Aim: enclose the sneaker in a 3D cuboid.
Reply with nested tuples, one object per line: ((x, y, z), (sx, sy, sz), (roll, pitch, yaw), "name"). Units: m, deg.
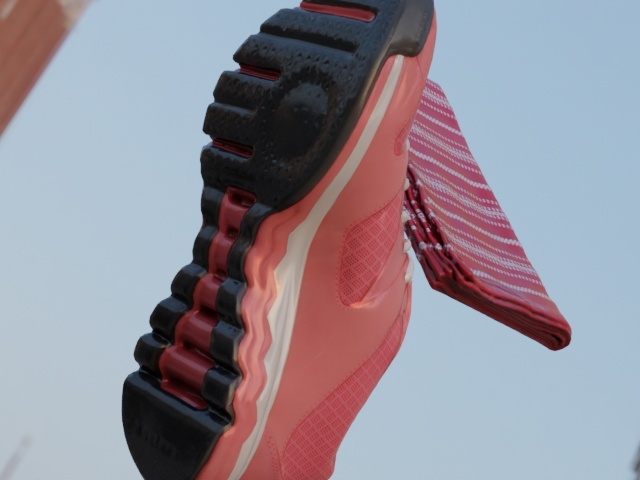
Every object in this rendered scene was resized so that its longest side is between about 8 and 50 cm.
((-0.001, 0.000, 0.999), (0.136, 0.314, 0.116), (18, 7, -42), "sneaker")

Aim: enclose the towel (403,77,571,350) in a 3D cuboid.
((0.095, -0.048, 1.376), (0.199, 0.031, 0.275), (28, 33, -53), "towel")
